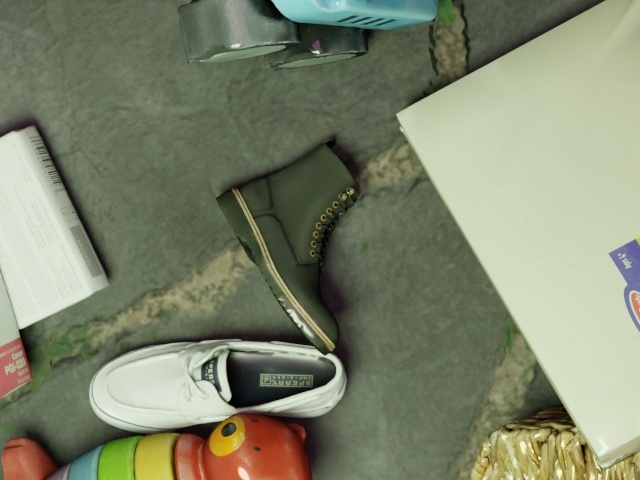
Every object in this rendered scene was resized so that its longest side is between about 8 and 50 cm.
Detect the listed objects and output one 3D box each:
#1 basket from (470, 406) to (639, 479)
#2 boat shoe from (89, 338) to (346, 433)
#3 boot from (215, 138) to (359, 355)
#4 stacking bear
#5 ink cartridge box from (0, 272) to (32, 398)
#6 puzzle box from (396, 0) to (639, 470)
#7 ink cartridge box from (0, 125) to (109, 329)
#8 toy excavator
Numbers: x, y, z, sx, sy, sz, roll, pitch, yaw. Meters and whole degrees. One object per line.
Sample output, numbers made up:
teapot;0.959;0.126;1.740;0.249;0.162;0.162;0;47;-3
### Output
basket;0.280;0.313;1.464;0.213;0.223;0.299;-5;92;33
boat shoe;-0.103;0.134;1.454;0.258;0.084;0.095;-7;71;-4
boot;0.000;0.000;1.444;0.137;0.077;0.198;-31;71;-4
stacking bear;-0.148;0.250;1.411;0.289;0.175;0.164;-19;120;9
ink cartridge box;-0.395;0.061;1.435;0.158;0.092;0.218;-14;97;17
puzzle box;0.279;-0.021;1.383;0.272;0.052;0.409;-27;63;0
ink cartridge box;-0.349;0.012;1.489;0.224;0.056;0.181;-25;92;19
toy excavator;0.129;-0.305;1.366;0.445;0.433;0.222;-8;91;28
